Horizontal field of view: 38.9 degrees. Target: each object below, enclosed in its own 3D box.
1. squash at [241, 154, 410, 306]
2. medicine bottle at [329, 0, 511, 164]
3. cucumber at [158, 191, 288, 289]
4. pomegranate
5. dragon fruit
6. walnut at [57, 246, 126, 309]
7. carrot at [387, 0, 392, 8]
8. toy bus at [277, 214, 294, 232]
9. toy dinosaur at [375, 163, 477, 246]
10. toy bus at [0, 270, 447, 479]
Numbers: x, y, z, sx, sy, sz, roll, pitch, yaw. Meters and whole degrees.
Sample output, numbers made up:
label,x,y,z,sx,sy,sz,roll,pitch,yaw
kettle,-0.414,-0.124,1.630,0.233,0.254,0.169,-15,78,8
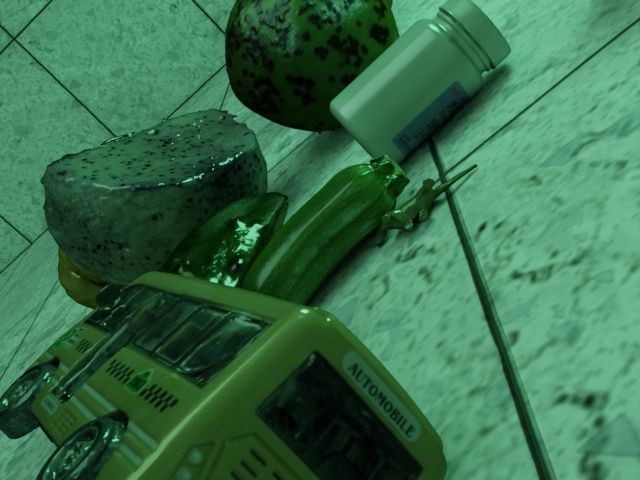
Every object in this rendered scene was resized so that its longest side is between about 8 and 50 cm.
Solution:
label,x,y,z,sx,sy,sz,roll,pitch,yaw
squash,0.000,0.000,0.897,0.219,0.068,0.077,-45,38,-5
medicine bottle,0.108,-0.172,0.985,0.187,0.103,0.103,-42,18,7
cucumber,-0.119,0.034,0.990,0.325,0.105,0.145,-63,-7,-52
pomegranate,-0.015,-0.283,1.260,0.254,0.270,0.254,-11,1,0
dragon fruit,-0.190,-0.033,1.205,0.221,0.204,0.283,19,37,40
walnut,-0.334,0.024,1.437,0.159,0.159,0.206,-41,19,10
carrot,0.009,-0.437,1.605,0.224,0.224,0.340,-42,12,8
toy bus,-0.023,0.005,0.999,0.043,0.031,0.110,-50,18,6
toy dinosaur,0.095,-0.038,0.852,0.120,0.029,0.060,-42,1,2
toy bus,-0.087,0.132,0.643,0.202,0.177,0.365,-47,21,-17
